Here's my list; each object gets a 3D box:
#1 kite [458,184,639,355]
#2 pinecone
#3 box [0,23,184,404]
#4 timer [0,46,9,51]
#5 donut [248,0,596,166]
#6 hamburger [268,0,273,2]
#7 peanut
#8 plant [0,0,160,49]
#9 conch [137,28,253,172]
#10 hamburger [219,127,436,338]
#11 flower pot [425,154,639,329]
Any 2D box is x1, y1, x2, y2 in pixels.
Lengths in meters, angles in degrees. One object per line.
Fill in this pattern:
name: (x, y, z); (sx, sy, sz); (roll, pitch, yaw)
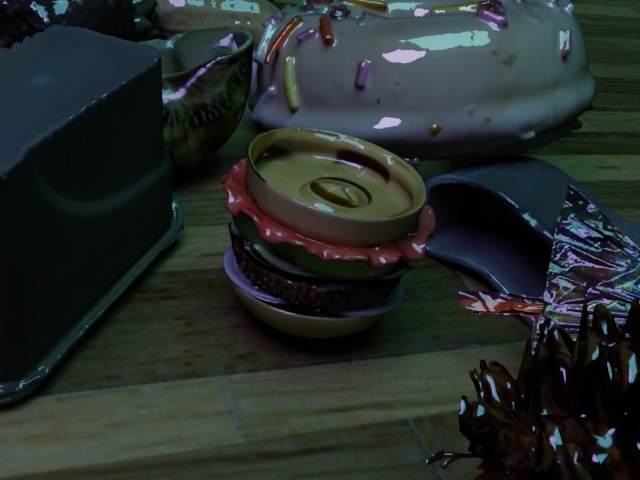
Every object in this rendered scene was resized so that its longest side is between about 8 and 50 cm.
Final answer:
kite: (0.195, 0.059, 0.574); (0.189, 0.009, 0.232); (6, 63, 22)
pinecone: (0.171, 0.130, 0.419); (0.221, 0.222, 0.221); (9, 34, -6)
box: (-0.199, -0.036, 0.559); (0.138, 0.178, 0.274); (18, 35, 7)
timer: (-0.334, -0.112, 0.697); (0.152, 0.132, 0.132); (14, 28, 39)
donut: (0.103, -0.195, 0.834); (0.382, 0.143, 0.383); (-3, 22, 1)
hamburger: (-0.182, -0.427, 1.113); (0.300, 0.176, 0.300); (8, 20, -3)
peanut: (-0.127, -0.281, 1.003); (0.214, 0.099, 0.090); (8, -11, -15)
plant: (-0.280, -0.254, 0.886); (0.132, 0.129, 0.194); (22, 38, 14)
conch: (-0.166, -0.142, 0.764); (0.181, 0.124, 0.187); (18, 44, 18)
hamburger: (0.001, 0.002, 0.604); (0.175, 0.137, 0.175); (9, 29, -5)
flower pot: (0.206, 0.004, 0.698); (0.108, 0.103, 0.229); (-20, 45, -39)
